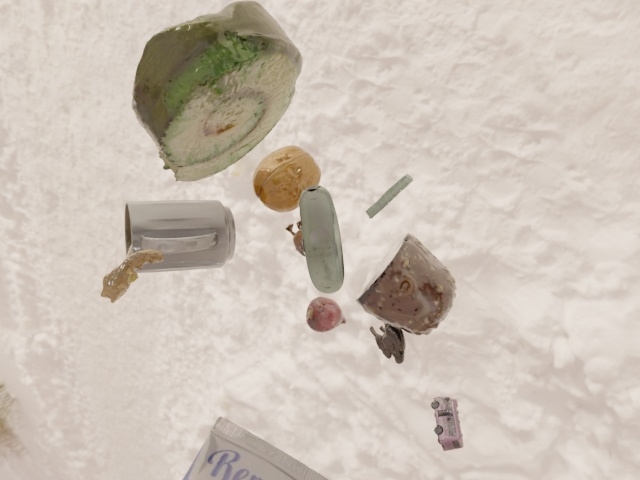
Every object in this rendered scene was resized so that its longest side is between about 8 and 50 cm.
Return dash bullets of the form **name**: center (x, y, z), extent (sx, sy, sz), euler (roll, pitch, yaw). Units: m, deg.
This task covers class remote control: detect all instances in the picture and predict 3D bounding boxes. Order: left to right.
- **remote control**: center (0.000, -0.001, 1.029), extent (0.097, 0.045, 0.257), euler (-11, 90, 14)

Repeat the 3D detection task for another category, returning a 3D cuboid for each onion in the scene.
- **onion**: center (0.033, 0.329, 1.919), extent (0.194, 0.160, 0.159), euler (18, 144, -29)

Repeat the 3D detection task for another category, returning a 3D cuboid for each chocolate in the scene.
- **chocolate**: center (0.243, 0.127, 1.167), extent (0.210, 0.340, 0.225), euler (37, 102, 5)

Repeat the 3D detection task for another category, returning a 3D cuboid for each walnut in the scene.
- **walnut**: center (-0.108, -0.195, 1.395), extent (0.193, 0.226, 0.193), euler (38, 160, 17)

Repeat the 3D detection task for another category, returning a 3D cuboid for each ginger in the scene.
- **ginger**: center (-0.478, 0.078, 1.106), extent (0.069, 0.173, 0.051), euler (38, 165, 18)

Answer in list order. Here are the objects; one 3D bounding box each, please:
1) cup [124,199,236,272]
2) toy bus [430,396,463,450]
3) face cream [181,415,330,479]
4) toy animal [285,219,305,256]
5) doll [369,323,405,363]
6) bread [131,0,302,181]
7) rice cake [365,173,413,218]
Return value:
- **cup**: center (-0.447, -0.012, 1.430), extent (0.322, 0.326, 0.237), euler (17, 107, 61)
- **toy bus**: center (0.520, 0.744, 1.806), extent (0.107, 0.199, 0.096), euler (-14, 125, 16)
- **face cream**: center (-0.150, 0.463, 0.585), extent (0.234, 0.420, 0.137), euler (26, 128, 9)
- **toy animal**: center (-0.056, 0.016, 1.714), extent (0.179, 0.089, 0.188), euler (52, 153, 21)
- **doll**: center (0.208, 0.292, 1.297), extent (0.057, 0.165, 0.139), euler (5, 136, -19)
- **bread**: center (-0.206, -0.270, 0.856), extent (0.129, 0.366, 0.382), euler (50, 118, 5)
- **rice cake**: center (0.198, -0.129, 1.289), extent (0.170, 0.029, 0.033), euler (-43, 83, 16)
